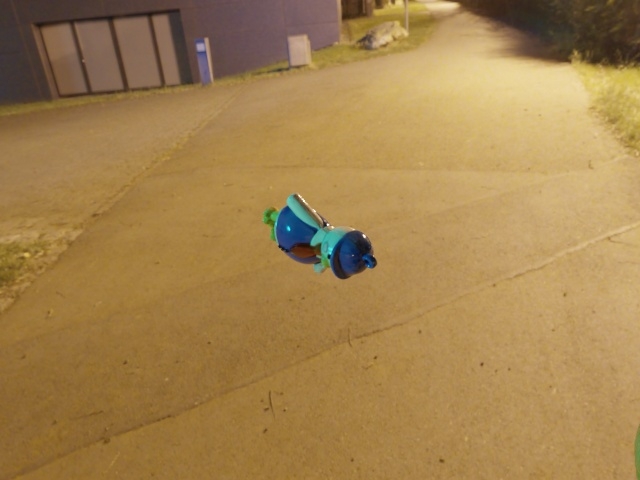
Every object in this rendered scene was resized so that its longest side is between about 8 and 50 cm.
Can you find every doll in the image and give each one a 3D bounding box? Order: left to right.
[{"bbox_3d":[0.000,0.000,0.478,0.143,0.098,0.058,23,54,43],"label":"doll"}]

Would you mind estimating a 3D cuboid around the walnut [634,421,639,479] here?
[{"bbox_3d":[0.388,0.214,0.464,0.165,0.197,0.165,-15,34,10],"label":"walnut"}]
